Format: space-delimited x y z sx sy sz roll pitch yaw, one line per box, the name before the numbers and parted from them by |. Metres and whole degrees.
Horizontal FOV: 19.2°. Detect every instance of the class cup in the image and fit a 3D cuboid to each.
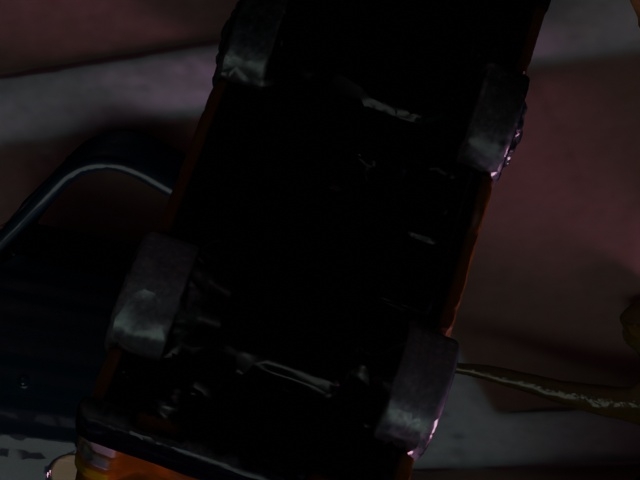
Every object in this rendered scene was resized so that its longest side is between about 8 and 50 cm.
cup | -0.055 0.048 0.737 0.155 0.131 0.176 9 116 6

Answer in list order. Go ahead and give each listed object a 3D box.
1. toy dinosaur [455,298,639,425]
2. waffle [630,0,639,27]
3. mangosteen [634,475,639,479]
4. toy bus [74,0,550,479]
toy dinosaur | 0.146 0.074 0.736 0.162 0.039 0.126 -10 135 34
waffle | 0.244 0.007 0.496 0.261 0.114 0.376 8 151 33
mangosteen | 0.146 0.185 0.747 0.250 0.211 0.211 43 138 -12
toy bus | 0.000 0.000 0.583 0.098 0.201 0.114 19 150 -1
